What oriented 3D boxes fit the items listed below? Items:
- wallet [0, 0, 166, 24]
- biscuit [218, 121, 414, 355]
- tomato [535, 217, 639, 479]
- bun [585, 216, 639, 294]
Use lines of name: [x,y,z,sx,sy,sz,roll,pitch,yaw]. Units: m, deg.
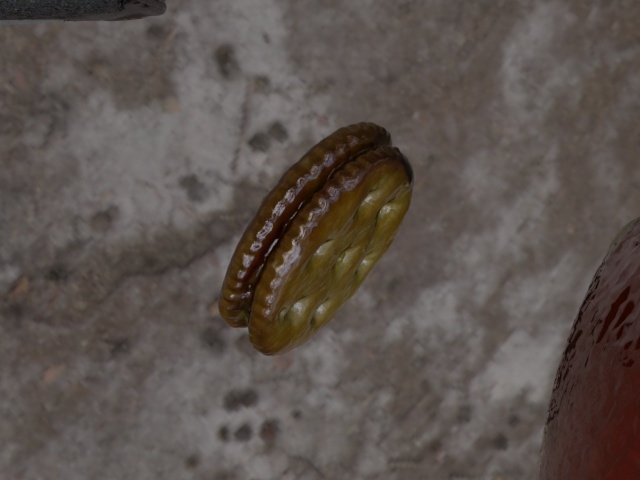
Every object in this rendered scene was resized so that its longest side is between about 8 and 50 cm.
wallet: [-0.222,-0.165,0.823,0.220,0.071,0.262,-6,180,2]
biscuit: [0.000,0.000,1.130,0.220,0.066,0.220,-46,162,-19]
tomato: [0.218,0.086,0.355,0.334,0.290,0.176,-21,180,23]
bun: [0.310,0.081,1.061,0.229,0.145,0.230,-4,97,-31]
